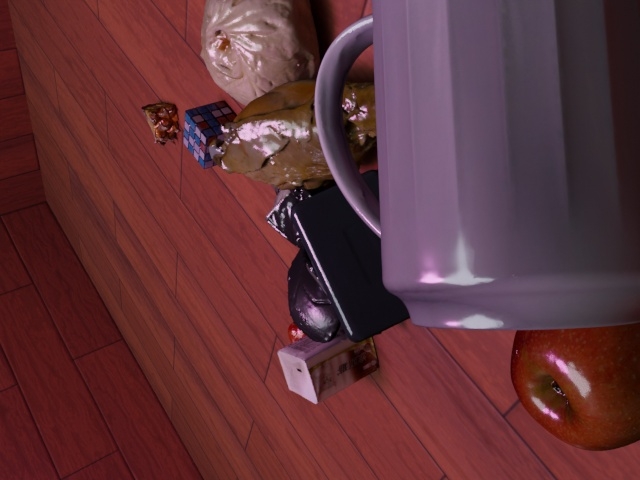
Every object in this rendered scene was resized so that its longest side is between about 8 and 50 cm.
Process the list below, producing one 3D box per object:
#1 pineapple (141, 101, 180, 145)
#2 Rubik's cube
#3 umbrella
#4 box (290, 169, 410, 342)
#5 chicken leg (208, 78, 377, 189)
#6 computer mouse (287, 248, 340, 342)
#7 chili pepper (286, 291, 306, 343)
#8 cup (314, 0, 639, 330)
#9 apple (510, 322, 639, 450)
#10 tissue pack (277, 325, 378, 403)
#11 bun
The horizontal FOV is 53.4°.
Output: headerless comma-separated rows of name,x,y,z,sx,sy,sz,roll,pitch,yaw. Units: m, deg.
pineapple,-0.409,-0.300,1.601,0.116,0.069,0.137,54,150,19
Rubik's cube,-0.223,-0.221,1.327,0.092,0.092,0.092,51,147,25
umbrella,0.000,-0.002,1.058,0.357,0.106,0.113,64,144,22
box,0.068,0.021,0.963,0.050,0.160,0.230,123,121,-82
chicken leg,0.029,-0.168,0.886,0.429,0.201,0.152,-8,59,49
computer mouse,-0.023,0.101,1.176,0.217,0.074,0.121,-115,38,-56
chili pepper,-0.023,0.186,1.293,0.192,0.086,0.084,64,180,-13
cup,0.132,-0.091,0.572,0.323,0.237,0.326,-4,87,37
apple,0.287,0.122,0.664,0.181,0.169,0.180,45,151,34
tissue pack,0.015,0.224,1.192,0.106,0.149,0.099,4,113,58
bun,-0.112,-0.328,1.020,0.244,0.153,0.243,33,132,46
